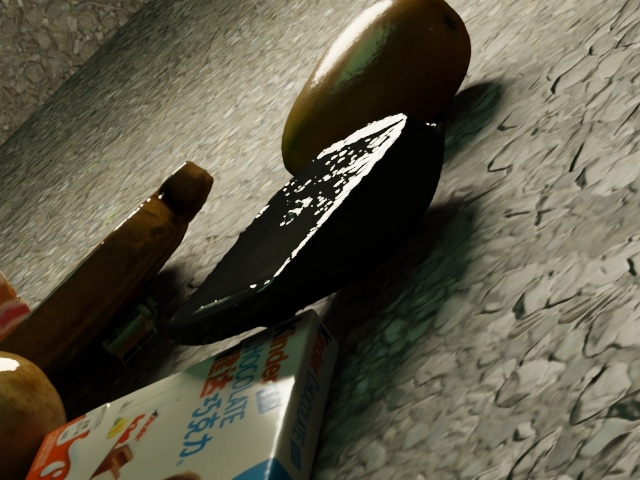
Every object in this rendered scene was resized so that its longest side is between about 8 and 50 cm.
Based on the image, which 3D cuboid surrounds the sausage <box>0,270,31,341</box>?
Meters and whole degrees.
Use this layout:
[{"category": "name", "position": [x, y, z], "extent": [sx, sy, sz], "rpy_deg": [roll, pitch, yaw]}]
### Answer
[{"category": "sausage", "position": [-0.508, 0.122, 2.072], "extent": [0.287, 0.233, 0.233], "rpy_deg": [-48, 17, -20]}]

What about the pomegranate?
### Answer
[{"category": "pomegranate", "position": [-0.301, 0.186, 1.467], "extent": [0.207, 0.207, 0.207], "rpy_deg": [-38, 16, 13]}]

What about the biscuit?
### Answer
[{"category": "biscuit", "position": [-0.232, 0.058, 1.799], "extent": [0.350, 0.070, 0.394], "rpy_deg": [-43, 4, 11]}]

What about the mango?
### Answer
[{"category": "mango", "position": [0.050, -0.142, 1.677], "extent": [0.221, 0.120, 0.151], "rpy_deg": [-48, 12, 0]}]

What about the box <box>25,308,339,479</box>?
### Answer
[{"category": "box", "position": [-0.121, 0.181, 1.268], "extent": [0.265, 0.048, 0.273], "rpy_deg": [-26, 20, 19]}]

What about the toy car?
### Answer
[{"category": "toy car", "position": [-0.186, 0.088, 1.761], "extent": [0.059, 0.035, 0.122], "rpy_deg": [-46, 4, 4]}]

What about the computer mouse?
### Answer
[{"category": "computer mouse", "position": [0.004, 0.004, 1.430], "extent": [0.168, 0.087, 0.295], "rpy_deg": [-21, 21, 51]}]
